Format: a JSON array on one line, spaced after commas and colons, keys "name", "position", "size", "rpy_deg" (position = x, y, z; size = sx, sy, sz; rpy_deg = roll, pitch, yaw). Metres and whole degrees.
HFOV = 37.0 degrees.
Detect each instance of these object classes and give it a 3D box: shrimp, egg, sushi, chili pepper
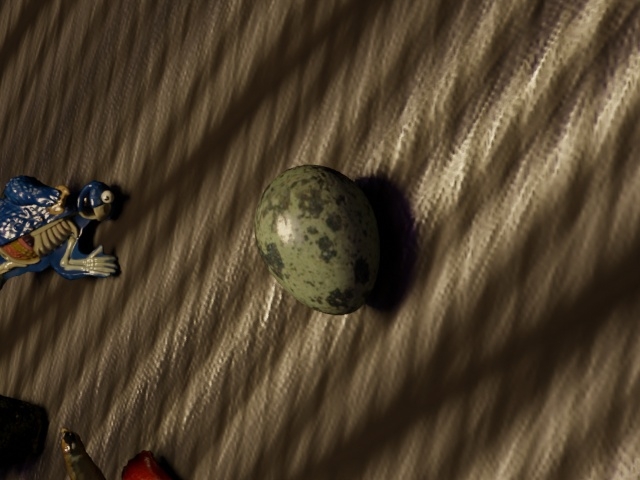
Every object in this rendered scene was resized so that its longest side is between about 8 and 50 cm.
[{"name": "shrimp", "position": [-0.257, 0.360, 1.225], "size": [0.287, 0.068, 0.185], "rpy_deg": [63, 154, 0]}, {"name": "egg", "position": [0.000, 0.000, 1.041], "size": [0.132, 0.132, 0.172], "rpy_deg": [-32, 79, 35]}, {"name": "sushi", "position": [-0.527, 0.308, 1.477], "size": [0.213, 0.115, 0.147], "rpy_deg": [-12, 75, 34]}, {"name": "chili pepper", "position": [-0.207, 0.333, 1.236], "size": [0.123, 0.070, 0.073], "rpy_deg": [30, 89, 41]}]

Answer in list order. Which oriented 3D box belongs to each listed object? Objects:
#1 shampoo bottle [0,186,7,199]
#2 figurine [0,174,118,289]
[{"name": "shampoo bottle", "position": [-0.633, -0.018, 1.597], "size": [0.284, 0.101, 0.101], "rpy_deg": [-18, 74, 23]}, {"name": "figurine", "position": [-0.403, -0.024, 1.410], "size": [0.262, 0.120, 0.164], "rpy_deg": [-9, 107, 18]}]
